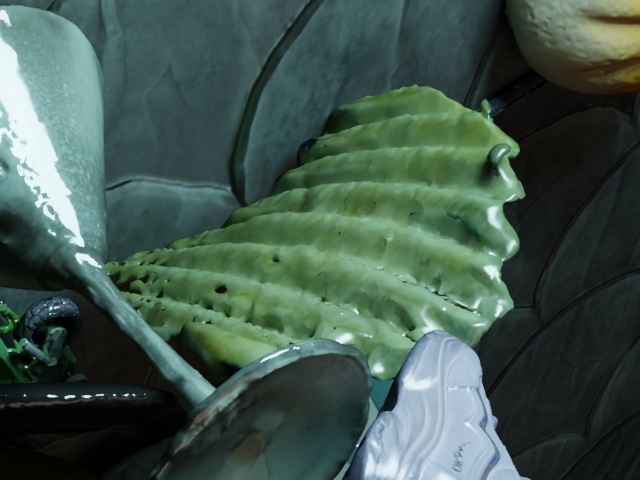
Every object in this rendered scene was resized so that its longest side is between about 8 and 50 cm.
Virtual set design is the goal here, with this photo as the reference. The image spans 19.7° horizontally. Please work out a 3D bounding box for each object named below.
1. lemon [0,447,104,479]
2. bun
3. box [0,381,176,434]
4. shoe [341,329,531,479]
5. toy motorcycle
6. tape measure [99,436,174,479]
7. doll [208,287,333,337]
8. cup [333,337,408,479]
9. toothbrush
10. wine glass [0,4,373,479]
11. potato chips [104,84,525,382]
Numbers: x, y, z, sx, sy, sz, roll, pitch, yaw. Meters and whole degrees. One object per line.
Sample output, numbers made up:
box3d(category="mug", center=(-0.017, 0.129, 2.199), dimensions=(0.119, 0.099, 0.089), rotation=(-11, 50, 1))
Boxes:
box3d(category="lemon", center=(-0.288, 0.339, 1.607), dimensions=(0.364, 0.364, 0.364), rotation=(-31, 147, -23))
box3d(category="bun", center=(0.336, -0.266, 1.838), dimensions=(0.299, 0.165, 0.299), rotation=(-33, 147, -24))
box3d(category="box", center=(-0.233, 0.139, 1.531), dimensions=(0.201, 0.042, 0.212), rotation=(3, 171, -29))
box3d(category="shoe", center=(0.100, 0.159, 1.340), dimensions=(0.095, 0.138, 0.245), rotation=(-62, 176, 31))
box3d(category="toy motorcycle", center=(-0.273, 0.128, 1.663), dimensions=(0.106, 0.074, 0.190), rotation=(-13, 137, -31))
box3d(category="tape measure", center=(-0.176, 0.291, 1.916), dimensions=(0.197, 0.120, 0.236), rotation=(-39, 154, 0))
box3d(category="doll", center=(-0.040, 0.075, 1.870), dimensions=(0.142, 0.076, 0.245), rotation=(-35, 158, 18))
box3d(category="cup", center=(0.055, 0.241, 1.988), dimensions=(0.258, 0.219, 0.289), rotation=(-27, 144, -5))
box3d(category="toothbrush", center=(0.167, -0.129, 1.930), dimensions=(0.288, 0.024, 0.026), rotation=(-33, 148, -21))
box3d(category="wine glass", center=(-0.163, 0.032, 1.350), dimensions=(0.267, 0.406, 0.267), rotation=(-31, 144, -26))
box3d(category="potato chips", center=(0.002, 0.002, 1.590), dimensions=(0.373, 0.389, 0.097), rotation=(-33, 120, -15))
